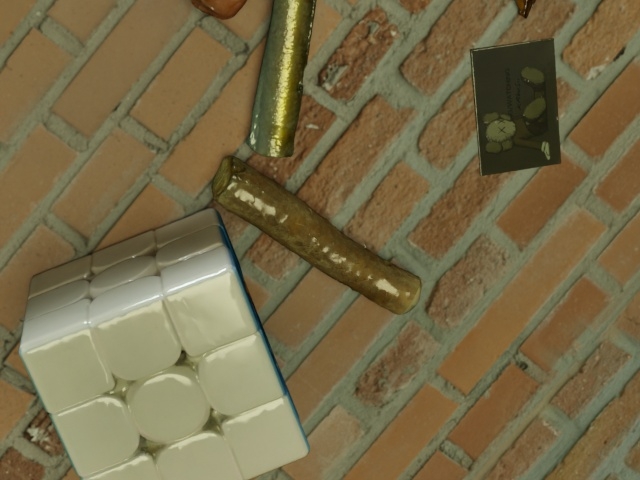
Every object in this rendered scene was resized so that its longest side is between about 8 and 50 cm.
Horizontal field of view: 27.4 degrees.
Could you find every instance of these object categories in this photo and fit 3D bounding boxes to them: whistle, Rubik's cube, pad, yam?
[{"bbox_3d":[-0.044,-0.275,1.794,0.068,0.057,0.327,-3,110,-37],"label":"whistle"},{"bbox_3d":[-0.210,0.165,1.765,0.291,0.292,0.290,-22,110,-4],"label":"Rubik's cube"},{"bbox_3d":[0.286,-0.194,1.917,0.127,0.004,0.190,-10,107,-9],"label":"pad"},{"bbox_3d":[0.000,0.000,1.874,0.356,0.081,0.081,32,97,-18],"label":"yam"}]

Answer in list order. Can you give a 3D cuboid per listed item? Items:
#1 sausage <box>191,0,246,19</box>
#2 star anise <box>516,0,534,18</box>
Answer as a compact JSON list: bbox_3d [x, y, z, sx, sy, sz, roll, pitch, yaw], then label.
[{"bbox_3d":[-0.072,-0.492,1.712,0.094,0.094,0.419,10,105,-43],"label":"sausage"},{"bbox_3d":[0.306,-0.393,1.838,0.212,0.053,0.157,-18,108,-8],"label":"star anise"}]
